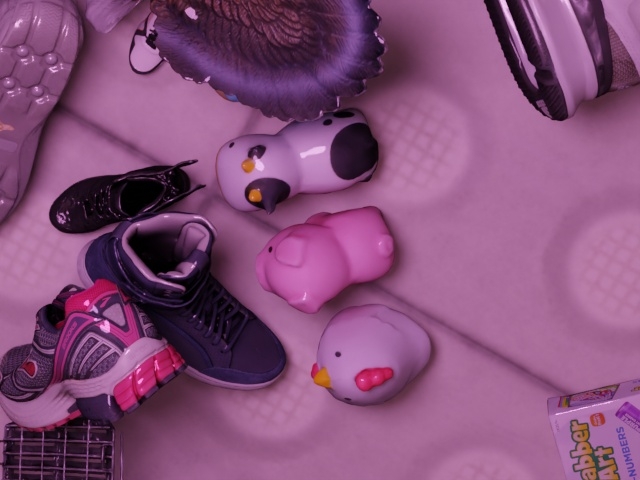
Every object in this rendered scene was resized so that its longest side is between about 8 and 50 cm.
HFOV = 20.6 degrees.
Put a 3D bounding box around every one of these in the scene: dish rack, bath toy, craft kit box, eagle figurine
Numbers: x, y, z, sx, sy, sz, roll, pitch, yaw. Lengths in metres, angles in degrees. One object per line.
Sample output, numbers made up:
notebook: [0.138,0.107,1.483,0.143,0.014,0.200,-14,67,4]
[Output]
dish rack: [-0.240,0.296,1.707,0.208,0.074,0.271,-5,83,44]
bath toy: [0.000,0.000,1.630,0.151,0.129,0.348,-16,102,10]
craft kit box: [0.367,0.242,1.686,0.246,0.061,0.250,-15,101,13]
eagle figurine: [-0.074,-0.244,1.519,0.298,0.225,0.226,19,107,-8]

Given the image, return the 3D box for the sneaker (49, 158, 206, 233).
sneaker: [-0.185,-0.042,1.657,0.170,0.089,0.051,-15,94,9]

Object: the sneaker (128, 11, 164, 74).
sneaker: [-0.148,-0.201,1.640,0.040,0.044,0.109,32,107,-4]

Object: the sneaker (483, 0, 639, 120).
sneaker: [0.231,-0.353,1.524,0.257,0.169,0.447,-22,95,-5]

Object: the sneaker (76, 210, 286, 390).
sneaker: [-0.107,0.057,1.627,0.226,0.163,0.086,33,64,-13]

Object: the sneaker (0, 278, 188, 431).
sneaker: [-0.225,0.098,1.622,0.121,0.299,0.112,-37,101,-31]

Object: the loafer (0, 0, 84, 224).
loafer: [-0.313,-0.115,1.654,0.112,0.111,0.319,21,122,-27]
